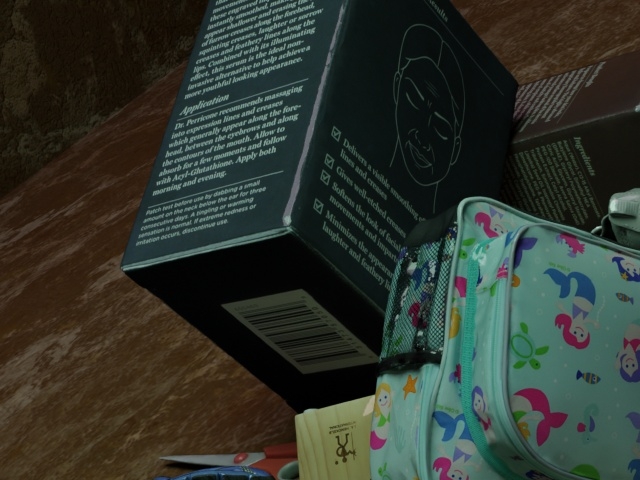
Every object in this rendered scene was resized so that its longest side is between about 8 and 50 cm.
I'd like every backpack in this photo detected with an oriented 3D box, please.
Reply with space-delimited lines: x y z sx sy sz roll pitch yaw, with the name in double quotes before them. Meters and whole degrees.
"backpack" 0.156 0.113 1.062 0.191 0.225 0.253 -15 58 66

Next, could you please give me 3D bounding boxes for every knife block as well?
"knife block" 0.059 0.250 1.159 0.088 0.242 0.275 -17 -24 26

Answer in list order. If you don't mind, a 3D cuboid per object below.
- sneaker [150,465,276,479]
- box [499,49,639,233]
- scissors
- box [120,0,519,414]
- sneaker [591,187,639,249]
"sneaker" -0.136 0.249 1.406 0.221 0.083 0.087 -17 15 22
"box" 0.237 -0.087 1.707 0.381 0.143 0.191 -16 21 35
"scissors" -0.070 0.221 1.475 0.297 0.021 0.109 -13 25 33
"box" 0.016 -0.072 1.500 0.212 0.293 0.395 -13 49 36
"sneaker" 0.261 0.016 1.241 0.115 0.281 0.105 12 65 3
